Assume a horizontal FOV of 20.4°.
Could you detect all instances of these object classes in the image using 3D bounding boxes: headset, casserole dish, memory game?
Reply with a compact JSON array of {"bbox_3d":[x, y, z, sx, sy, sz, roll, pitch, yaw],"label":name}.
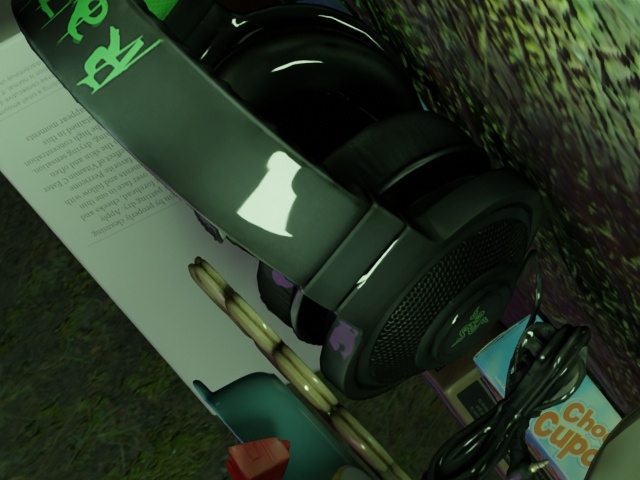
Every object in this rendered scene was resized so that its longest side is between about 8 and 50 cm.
[{"bbox_3d":[0.000,0.000,0.875,0.394,0.185,0.243,32,-167,-38],"label":"headset"},{"bbox_3d":[0.012,0.129,0.890,0.188,0.037,0.114,48,176,1],"label":"casserole dish"},{"bbox_3d":[-0.002,0.077,0.879,0.186,0.012,0.186,46,175,5],"label":"memory game"}]

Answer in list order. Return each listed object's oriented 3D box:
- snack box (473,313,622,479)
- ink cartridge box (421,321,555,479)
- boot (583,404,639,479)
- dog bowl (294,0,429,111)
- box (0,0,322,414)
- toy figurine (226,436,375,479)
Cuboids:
[{"bbox_3d":[0.231,0.205,1.248,0.322,0.060,0.187,53,179,16],"label":"snack box"},{"bbox_3d":[0.161,0.142,1.734,0.193,0.088,0.234,54,178,-25],"label":"ink cartridge box"},{"bbox_3d":[0.173,0.219,0.608,0.284,0.138,0.377,6,-119,-86],"label":"boot"},{"bbox_3d":[0.020,-0.063,1.115,0.166,0.074,0.297,52,180,3],"label":"dog bowl"},{"bbox_3d":[-0.097,-0.078,1.318,0.345,0.168,0.215,53,-155,-29],"label":"box"},{"bbox_3d":[0.019,0.234,0.674,0.362,0.191,0.217,63,167,16],"label":"toy figurine"}]
